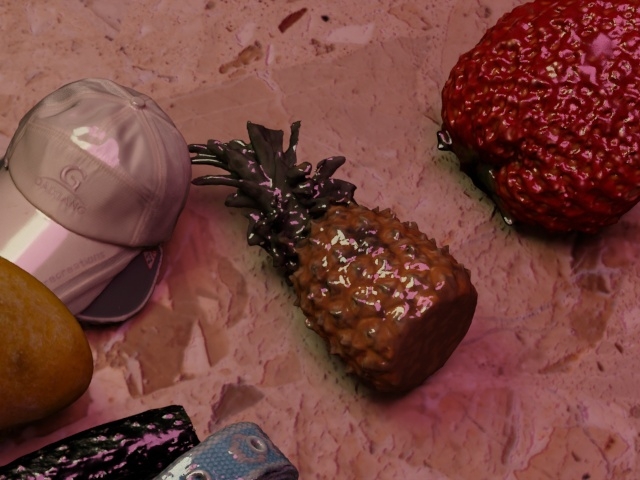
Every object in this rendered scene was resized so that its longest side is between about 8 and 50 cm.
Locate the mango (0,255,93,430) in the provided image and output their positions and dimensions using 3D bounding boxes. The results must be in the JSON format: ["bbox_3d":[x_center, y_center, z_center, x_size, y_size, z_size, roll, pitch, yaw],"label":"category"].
[{"bbox_3d":[-0.396,0.101,1.599,0.384,0.199,0.221,4,71,-13],"label":"mango"}]

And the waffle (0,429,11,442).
[{"bbox_3d":[-0.335,0.167,1.683,0.078,0.016,0.085,-23,64,-29],"label":"waffle"}]

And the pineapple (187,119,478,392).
[{"bbox_3d":[0.000,0.000,1.806,0.169,0.169,0.340,-35,63,-30],"label":"pineapple"}]

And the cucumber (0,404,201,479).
[{"bbox_3d":[-0.257,0.229,1.620,0.303,0.072,0.081,-18,47,-23],"label":"cucumber"}]

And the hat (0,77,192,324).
[{"bbox_3d":[-0.253,-0.047,1.767,0.232,0.161,0.275,34,60,16],"label":"hat"}]

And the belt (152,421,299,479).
[{"bbox_3d":[-0.104,0.238,1.613,0.082,0.147,0.163,43,29,21],"label":"belt"}]

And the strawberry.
[{"bbox_3d":[0.277,-0.152,1.910,0.261,0.257,0.261,8,61,-15],"label":"strawberry"}]
